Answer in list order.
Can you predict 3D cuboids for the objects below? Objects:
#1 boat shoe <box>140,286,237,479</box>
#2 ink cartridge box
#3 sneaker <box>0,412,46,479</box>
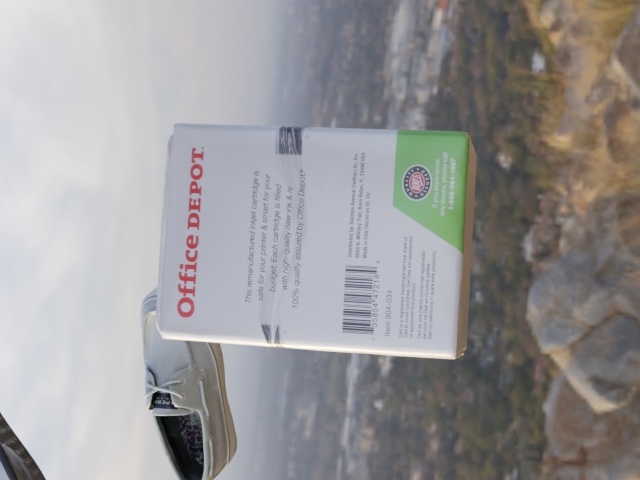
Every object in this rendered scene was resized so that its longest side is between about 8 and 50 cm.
[{"bbox_3d":[-0.146,0.162,1.171,0.081,0.079,0.228,-53,-46,-59],"label":"boat shoe"},{"bbox_3d":[0.000,0.000,1.021,0.115,0.272,0.198,14,-100,-78],"label":"ink cartridge box"},{"bbox_3d":[-0.298,0.184,0.806,0.226,0.163,0.086,46,167,30],"label":"sneaker"}]
